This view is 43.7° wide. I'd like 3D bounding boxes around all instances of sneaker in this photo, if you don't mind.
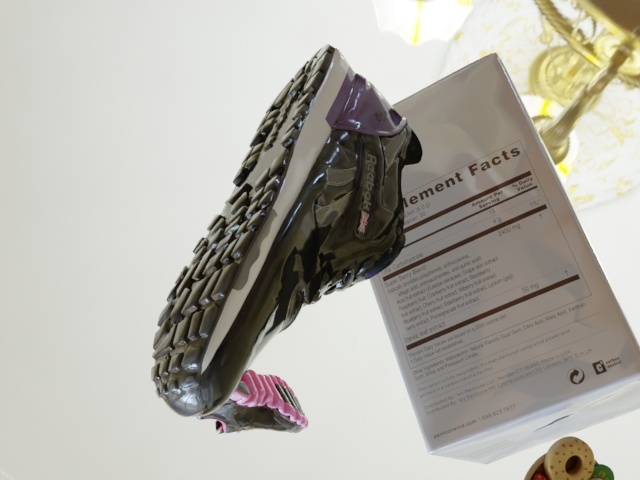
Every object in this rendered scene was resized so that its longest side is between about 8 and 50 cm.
[{"bbox_3d":[-0.058,0.136,0.644,0.057,0.119,0.047,-44,-135,10],"label":"sneaker"},{"bbox_3d":[0.000,0.000,0.520,0.124,0.107,0.283,36,-125,-18],"label":"sneaker"}]

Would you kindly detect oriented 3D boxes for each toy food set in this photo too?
[{"bbox_3d":[0.188,0.197,0.603,0.083,0.020,0.082,-45,-80,-17],"label":"toy food set"}]

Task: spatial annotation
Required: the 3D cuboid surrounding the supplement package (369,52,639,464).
[{"bbox_3d":[0.148,0.024,0.702,0.175,0.177,0.292,-26,-117,17],"label":"supplement package"}]
